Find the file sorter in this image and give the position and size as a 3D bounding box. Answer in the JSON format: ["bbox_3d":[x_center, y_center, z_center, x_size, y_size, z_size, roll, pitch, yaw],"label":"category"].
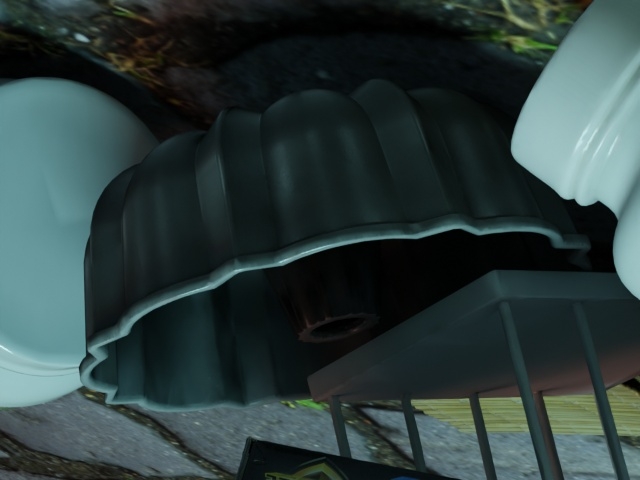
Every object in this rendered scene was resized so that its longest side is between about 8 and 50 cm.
[{"bbox_3d":[0.172,0.135,1.249,0.278,0.173,0.193,2,157,-39],"label":"file sorter"}]

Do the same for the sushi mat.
[{"bbox_3d":[0.169,0.128,1.589,0.151,0.019,0.316,30,159,-31],"label":"sushi mat"}]

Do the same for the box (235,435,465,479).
[{"bbox_3d":[0.092,0.246,1.124,0.295,0.073,0.293,10,144,7],"label":"box"}]

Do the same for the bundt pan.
[{"bbox_3d":[0.000,0.000,1.200,0.331,0.124,0.331,-11,161,-4],"label":"bundt pan"}]

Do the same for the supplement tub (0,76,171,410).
[{"bbox_3d":[-0.264,0.013,1.393,0.235,0.235,0.325,30,155,-27],"label":"supplement tub"}]

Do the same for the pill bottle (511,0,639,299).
[{"bbox_3d":[0.261,-0.006,0.949,0.318,0.176,0.176,37,162,16],"label":"pill bottle"}]
